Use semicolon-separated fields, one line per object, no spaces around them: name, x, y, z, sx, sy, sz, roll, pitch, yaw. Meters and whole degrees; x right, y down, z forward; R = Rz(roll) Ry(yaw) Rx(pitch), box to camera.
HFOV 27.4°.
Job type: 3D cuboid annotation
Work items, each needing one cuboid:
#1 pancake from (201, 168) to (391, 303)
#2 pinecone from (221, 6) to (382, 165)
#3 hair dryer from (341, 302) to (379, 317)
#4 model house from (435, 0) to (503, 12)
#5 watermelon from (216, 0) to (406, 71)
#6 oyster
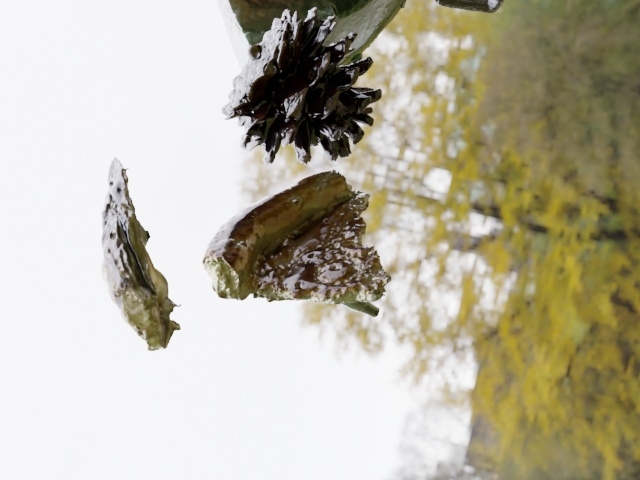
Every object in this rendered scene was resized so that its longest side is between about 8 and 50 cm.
pancake;0.000;0.000;1.480;0.266;0.244;0.057;-31;-54;-32
pinecone;-0.014;-0.122;1.102;0.140;0.120;0.140;-58;13;22
hair dryer;0.002;0.046;1.805;0.088;0.224;0.219;-65;7;-11
model house;0.157;-0.333;1.478;0.152;0.106;0.165;14;-122;-59
watermelon;-0.025;-0.330;1.630;0.264;0.151;0.302;-35;-71;-17
oyster;-0.313;0.020;2.167;0.271;0.100;0.275;-96;-14;-66
